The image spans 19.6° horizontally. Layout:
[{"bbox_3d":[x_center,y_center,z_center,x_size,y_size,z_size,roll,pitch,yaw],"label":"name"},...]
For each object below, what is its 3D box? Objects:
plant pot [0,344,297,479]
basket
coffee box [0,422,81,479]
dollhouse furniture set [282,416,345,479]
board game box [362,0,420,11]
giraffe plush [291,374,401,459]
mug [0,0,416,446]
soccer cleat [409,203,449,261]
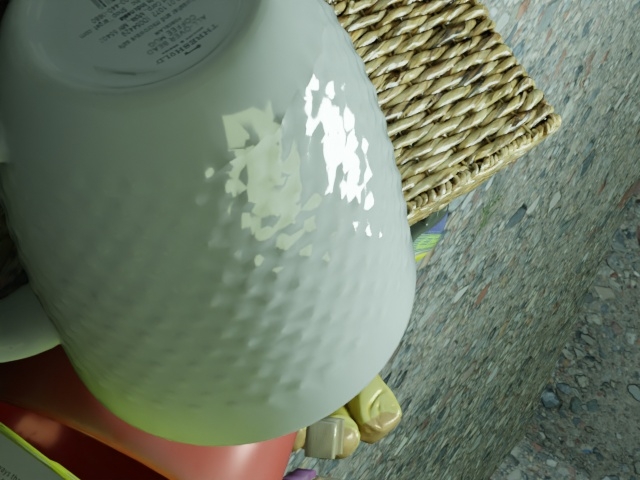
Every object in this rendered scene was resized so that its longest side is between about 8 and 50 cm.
[{"bbox_3d":[-0.120,0.089,1.527,0.243,0.275,0.275,-63,166,-18],"label":"plant pot"},{"bbox_3d":[0.030,-0.110,1.719,0.299,0.223,0.213,-31,177,-38],"label":"basket"},{"bbox_3d":[-0.255,0.343,1.415,0.334,0.338,0.337,-54,164,-13],"label":"coffee box"},{"bbox_3d":[-0.100,0.173,1.977,0.286,0.198,0.303,-18,113,-72],"label":"dollhouse furniture set"},{"bbox_3d":[0.028,-0.171,1.815,0.211,0.039,0.160,-59,163,7],"label":"board game box"},{"bbox_3d":[-0.011,0.186,2.219,0.170,0.181,0.210,116,-20,-57],"label":"giraffe plush"},{"bbox_3d":[-0.132,-0.036,1.269,0.374,0.276,0.328,-24,144,-7],"label":"mug"},{"bbox_3d":[0.061,0.031,2.194,0.289,0.093,0.121,-42,159,-43],"label":"soccer cleat"}]
